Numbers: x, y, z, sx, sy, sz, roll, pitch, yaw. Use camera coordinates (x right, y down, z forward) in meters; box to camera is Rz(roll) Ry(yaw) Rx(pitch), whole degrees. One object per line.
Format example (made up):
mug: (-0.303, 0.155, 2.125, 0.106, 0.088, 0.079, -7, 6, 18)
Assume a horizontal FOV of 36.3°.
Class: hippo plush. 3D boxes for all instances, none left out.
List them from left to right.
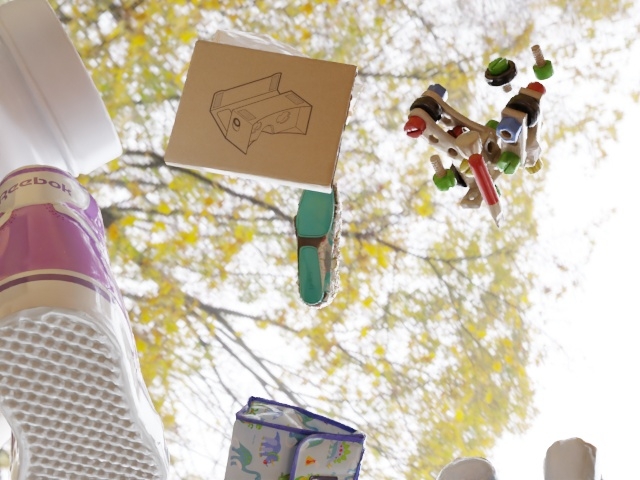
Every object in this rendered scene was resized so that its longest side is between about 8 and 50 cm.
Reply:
hippo plush: (0.249, 0.407, 1.296, 0.236, 0.234, 0.294, -4, -151, 25)

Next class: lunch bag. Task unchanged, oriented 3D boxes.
lunch bag: (-0.031, 0.264, 1.121, 0.151, 0.096, 0.129, 13, -79, 7)

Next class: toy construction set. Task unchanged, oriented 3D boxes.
toy construction set: (0.291, -0.131, 1.666, 0.257, 0.237, 0.309, -13, -144, 23)

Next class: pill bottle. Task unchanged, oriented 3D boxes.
pill bottle: (-0.403, -0.065, 0.893, 0.407, 0.229, 0.229, -29, -128, -13)

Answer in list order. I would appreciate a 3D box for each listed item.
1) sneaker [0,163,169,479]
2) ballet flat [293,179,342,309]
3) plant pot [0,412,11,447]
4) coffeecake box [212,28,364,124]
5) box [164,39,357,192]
sneaker: (-0.158, 0.076, 0.631, 0.102, 0.282, 0.161, -6, -135, -15)
ballet flat: (0.000, 0.000, 1.710, 0.091, 0.077, 0.241, 8, -84, 25)
plant pot: (-0.486, 0.199, 1.314, 0.254, 0.237, 0.237, -60, -136, 34)
coffeecake box: (-0.053, -0.236, 1.421, 0.185, 0.142, 0.068, 32, -69, 21)
box: (-0.069, -0.149, 1.159, 0.201, 0.021, 0.165, 10, -109, 6)
